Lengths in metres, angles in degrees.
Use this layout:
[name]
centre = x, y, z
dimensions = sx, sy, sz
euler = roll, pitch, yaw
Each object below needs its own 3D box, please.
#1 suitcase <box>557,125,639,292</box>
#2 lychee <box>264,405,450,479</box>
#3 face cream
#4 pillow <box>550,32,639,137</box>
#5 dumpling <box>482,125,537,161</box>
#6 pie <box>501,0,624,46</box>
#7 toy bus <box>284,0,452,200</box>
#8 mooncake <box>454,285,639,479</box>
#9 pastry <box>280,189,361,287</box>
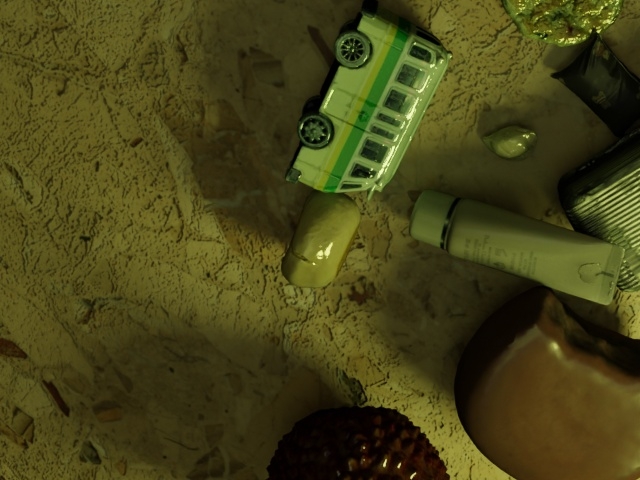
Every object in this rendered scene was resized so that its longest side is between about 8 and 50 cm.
[suitcase]
centre = 0.513, -0.078, 1.772
dimensions = 0.312, 0.128, 0.202
euler = -33, 106, 15
[lychee]
centre = 0.056, 0.400, 1.883
dimensions = 0.306, 0.330, 0.306
euler = 17, 133, 18
[face cream]
centre = 0.286, 0.008, 1.801
dimensions = 0.314, 0.089, 0.143
euler = 21, 144, 17
[pillow]
centre = 0.418, -0.221, 1.774
dimensions = 0.150, 0.048, 0.090
euler = 41, 104, -13
[dumpling]
centre = 0.285, -0.141, 1.818
dimensions = 0.077, 0.043, 0.059
euler = -18, 129, 7
[pie]
centre = 0.345, -0.366, 1.733
dimensions = 0.186, 0.041, 0.187
euler = 1, 109, 4
[toy bus]
centre = 0.065, -0.194, 1.766
dimensions = 0.164, 0.134, 0.276
euler = 24, 110, -4
[mooncake]
centre = 0.367, 0.222, 1.864
dimensions = 0.325, 0.174, 0.334
euler = -4, 110, 8
[pastry]
centre = 0.000, 0.000, 1.830
dimensions = 0.092, 0.156, 0.156
euler = 22, 110, 8
